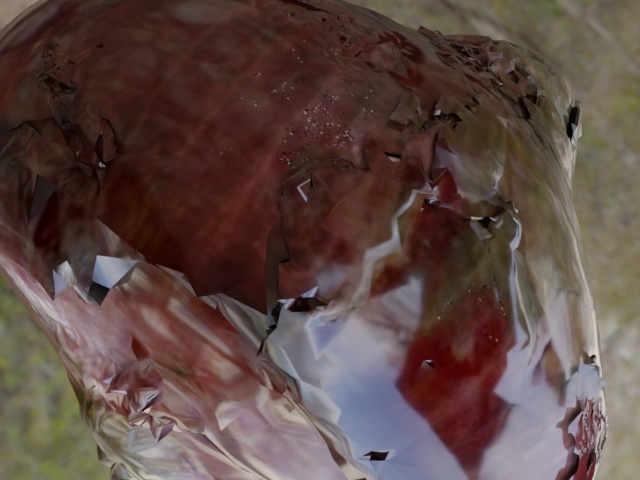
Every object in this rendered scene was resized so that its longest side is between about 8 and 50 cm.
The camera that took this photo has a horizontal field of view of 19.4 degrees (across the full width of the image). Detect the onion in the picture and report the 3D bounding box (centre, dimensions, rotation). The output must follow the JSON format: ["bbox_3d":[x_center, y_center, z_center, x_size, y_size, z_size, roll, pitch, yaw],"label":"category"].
[{"bbox_3d":[0.000,0.000,0.453,0.147,0.184,0.184,-45,170,-23],"label":"onion"}]
